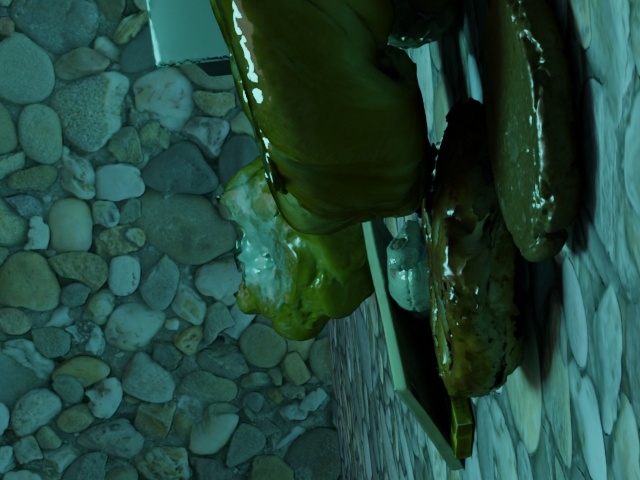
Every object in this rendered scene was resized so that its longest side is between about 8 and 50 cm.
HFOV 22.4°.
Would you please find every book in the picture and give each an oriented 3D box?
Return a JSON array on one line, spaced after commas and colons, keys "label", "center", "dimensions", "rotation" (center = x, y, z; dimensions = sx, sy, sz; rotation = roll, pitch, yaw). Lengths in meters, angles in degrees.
[{"label": "book", "center": [0.113, 0.115, 2.057], "dimensions": [0.217, 0.021, 0.310], "rotation": [56, -163, -49]}]

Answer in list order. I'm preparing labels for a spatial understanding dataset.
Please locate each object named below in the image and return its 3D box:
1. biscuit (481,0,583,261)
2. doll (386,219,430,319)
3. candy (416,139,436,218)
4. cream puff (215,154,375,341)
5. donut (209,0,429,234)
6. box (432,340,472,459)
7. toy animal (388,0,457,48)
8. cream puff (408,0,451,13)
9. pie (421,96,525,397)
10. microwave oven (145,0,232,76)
[{"label": "biscuit", "center": [0.166, -0.096, 1.273], "dimensions": [0.226, 0.042, 0.226], "rotation": [174, 90, -85]}, {"label": "doll", "center": [0.118, 0.037, 1.965], "dimensions": [0.214, 0.072, 0.103], "rotation": [55, -146, -68]}, {"label": "candy", "center": [0.056, -0.149, 1.731], "dimensions": [0.331, 0.077, 0.187], "rotation": [65, -162, 16]}, {"label": "cream puff", "center": [0.003, -0.005, 2.672], "dimensions": [0.274, 0.270, 0.323], "rotation": [18, 122, 47]}, {"label": "donut", "center": [-0.006, -0.178, 1.465], "dimensions": [0.360, 0.170, 0.360], "rotation": [163, 90, -88]}, {"label": "box", "center": [0.161, 0.180, 1.976], "dimensions": [0.089, 0.022, 0.156], "rotation": [89, 172, -55]}, {"label": "toy animal", "center": [0.097, -0.261, 1.646], "dimensions": [0.137, 0.098, 0.098], "rotation": [114, 153, -49]}, {"label": "cream puff", "center": [0.102, -0.285, 1.455], "dimensions": [0.146, 0.116, 0.146], "rotation": [58, -175, -8]}, {"label": "pie", "center": [0.142, 0.014, 1.502], "dimensions": [0.308, 0.085, 0.308], "rotation": [-4, -90, -90]}, {"label": "microwave oven", "center": [-0.052, -0.364, 1.997], "dimensions": [0.355, 0.218, 0.286], "rotation": [-29, -67, -66]}]
